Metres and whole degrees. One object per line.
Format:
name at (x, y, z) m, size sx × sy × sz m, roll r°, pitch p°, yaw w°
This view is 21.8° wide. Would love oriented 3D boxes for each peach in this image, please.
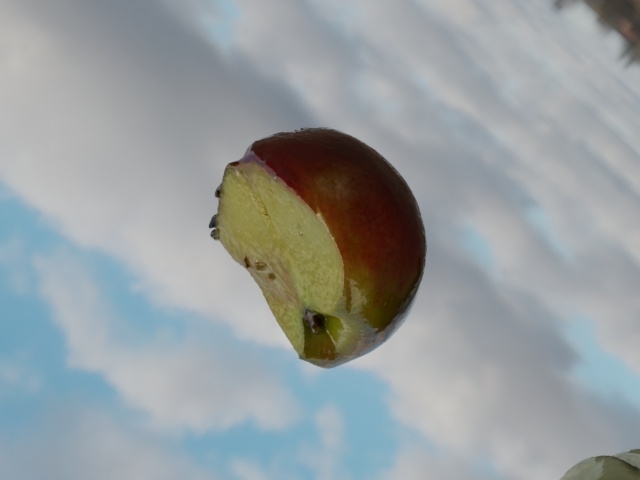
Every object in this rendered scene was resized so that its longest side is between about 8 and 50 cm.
peach at (0.008, 0.001, 0.980) m, size 0.151 × 0.118 × 0.151 m, roll 43°, pitch 147°, yaw 37°

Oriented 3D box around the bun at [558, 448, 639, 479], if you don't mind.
bun at (0.225, 0.217, 0.966) m, size 0.259 × 0.259 × 0.160 m, roll -121°, pitch 18°, yaw -51°
